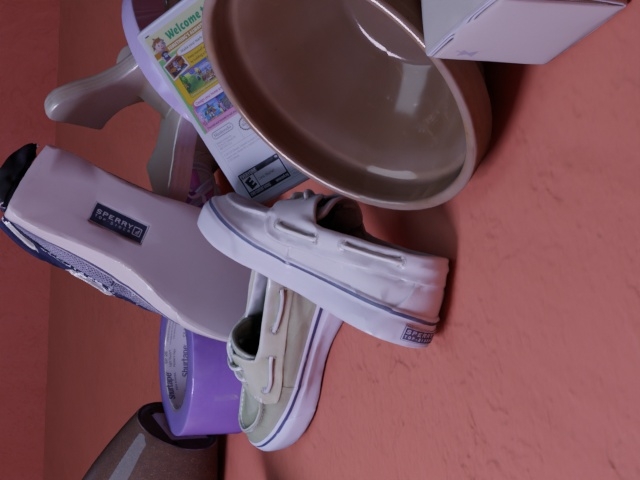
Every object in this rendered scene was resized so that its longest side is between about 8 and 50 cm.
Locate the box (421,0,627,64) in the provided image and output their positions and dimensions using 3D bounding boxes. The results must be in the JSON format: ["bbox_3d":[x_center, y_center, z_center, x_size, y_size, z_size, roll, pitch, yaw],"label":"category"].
[{"bbox_3d":[0.119,-0.262,0.846,0.113,0.094,0.275,148,120,-67],"label":"box"}]

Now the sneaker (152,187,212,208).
[{"bbox_3d":[-0.144,-0.030,1.496,0.038,0.098,0.069,-62,32,23],"label":"sneaker"}]

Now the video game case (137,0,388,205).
[{"bbox_3d":[-0.041,-0.147,1.129,0.212,0.023,0.193,-27,98,40],"label":"video game case"}]

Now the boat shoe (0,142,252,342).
[{"bbox_3d":[-0.201,0.010,1.437,0.127,0.340,0.158,-61,11,-16],"label":"boat shoe"}]

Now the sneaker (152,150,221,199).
[{"bbox_3d":[-0.164,-0.026,1.607,0.103,0.111,0.252,-59,6,46],"label":"sneaker"}]

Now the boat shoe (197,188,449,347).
[{"bbox_3d":[0.000,0.000,1.096,0.267,0.096,0.088,30,104,45],"label":"boat shoe"}]

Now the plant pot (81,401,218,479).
[{"bbox_3d":[-0.219,0.332,1.672,0.230,0.215,0.215,-68,26,19],"label":"plant pot"}]

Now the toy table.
[{"bbox_3d":[-0.167,-0.174,1.476,0.161,0.252,0.274,-53,30,35],"label":"toy table"}]

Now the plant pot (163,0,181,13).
[{"bbox_3d":[-0.057,-0.226,1.243,0.167,0.165,0.167,180,90,-70],"label":"plant pot"}]

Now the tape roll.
[{"bbox_3d":[-0.141,0.145,1.598,0.189,0.080,0.189,180,90,-70],"label":"tape roll"}]

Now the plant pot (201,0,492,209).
[{"bbox_3d":[0.037,-0.143,0.980,0.109,0.237,0.237,-52,0,-30],"label":"plant pot"}]

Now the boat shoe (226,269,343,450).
[{"bbox_3d":[-0.047,0.101,1.307,0.109,0.094,0.302,-109,27,-44],"label":"boat shoe"}]
